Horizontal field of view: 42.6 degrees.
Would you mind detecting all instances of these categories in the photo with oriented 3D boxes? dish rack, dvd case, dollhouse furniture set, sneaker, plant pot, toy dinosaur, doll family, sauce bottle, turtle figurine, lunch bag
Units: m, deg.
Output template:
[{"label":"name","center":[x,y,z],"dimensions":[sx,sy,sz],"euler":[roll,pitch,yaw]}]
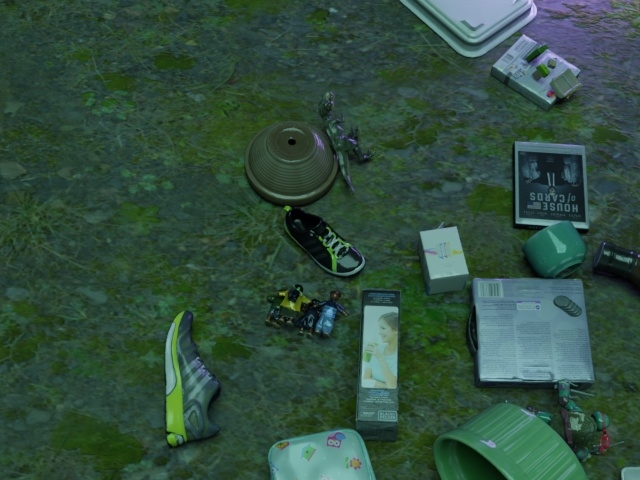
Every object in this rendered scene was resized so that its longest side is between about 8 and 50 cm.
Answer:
[{"label":"dish rack","center":[0.408,-0.685,2.286],"dimensions":[0.285,0.072,0.333],"euler":[-37,67,-15]},{"label":"dvd case","center":[0.566,-0.134,2.027],"dimensions":[0.179,0.029,0.239],"euler":[4,63,4]},{"label":"dollhouse furniture set","center":[0.601,-0.432,2.138],"dimensions":[0.076,0.058,0.152],"euler":[-35,88,-23]},{"label":"sneaker","center":[0.000,0.000,1.929],"dimensions":[0.234,0.097,0.084],"euler":[33,69,16]},{"label":"plant pot","center":[-0.070,-0.212,2.024],"dimensions":[0.237,0.110,0.237],"euler":[2,62,-3]},{"label":"toy dinosaur","center":[0.067,-0.240,2.051],"dimensions":[0.118,0.064,0.268],"euler":[-9,77,-44]},{"label":"sneaker","center":[-0.279,0.298,1.792],"dimensions":[0.121,0.111,0.300],"euler":[0,68,-11]},{"label":"doll family","center":[-0.033,0.153,1.870],"dimensions":[0.193,0.076,0.111],"euler":[19,61,5]},{"label":"sauce bottle","center":[0.800,0.088,1.866],"dimensions":[0.344,0.111,0.111],"euler":[17,65,9]},{"label":"turtle figurine","center":[0.507,0.379,1.706],"dimensions":[0.234,0.118,0.175],"euler":[-7,82,9]},{"label":"lunch bag","center":[0.018,0.531,1.656],"dimensions":[0.224,0.108,0.279],"euler":[-10,64,-7]}]

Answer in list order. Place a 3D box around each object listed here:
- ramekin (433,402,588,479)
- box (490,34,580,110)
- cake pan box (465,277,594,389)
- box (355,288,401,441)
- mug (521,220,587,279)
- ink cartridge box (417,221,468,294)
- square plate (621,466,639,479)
[{"label":"ramekin","center":[0.374,0.462,1.586],"dimensions":[0.148,0.303,0.303],"euler":[-32,67,-23]},{"label":"box","center":[0.570,-0.446,2.179],"dimensions":[0.186,0.038,0.145],"euler":[37,70,18]},{"label":"cake pan box","center":[0.463,0.207,1.836],"dimensions":[0.266,0.070,0.246],"euler":[0,61,0]},{"label":"box","center":[0.125,0.267,1.756],"dimensions":[0.087,0.169,0.290],"euler":[2,65,5]},{"label":"mug","center":[0.556,0.026,1.890],"dimensions":[0.157,0.129,0.097],"euler":[-21,66,-9]},{"label":"ink cartridge box","center":[0.280,0.039,1.909],"dimensions":[0.090,0.092,0.143],"euler":[-8,62,-3]},{"label":"square plate","center":[0.788,0.628,1.628],"dimensions":[0.347,0.049,0.344],"euler":[0,64,1]}]
